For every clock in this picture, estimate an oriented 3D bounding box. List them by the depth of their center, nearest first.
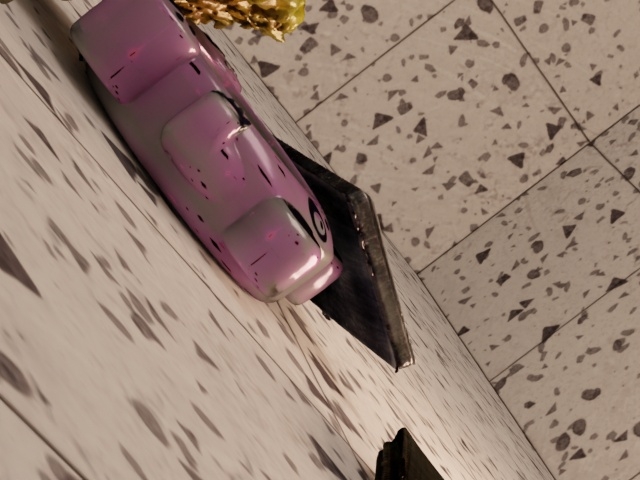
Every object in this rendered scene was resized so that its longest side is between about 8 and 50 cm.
[{"bbox_3d":[-0.078,-0.066,1.348,0.248,0.090,0.227,55,4,8],"label":"clock"}]

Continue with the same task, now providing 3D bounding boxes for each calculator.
[{"bbox_3d":[0.000,0.000,1.487,0.262,0.021,0.161,38,-33,61],"label":"calculator"}]

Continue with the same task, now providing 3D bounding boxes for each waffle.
[{"bbox_3d":[-0.130,-0.207,1.398,0.243,0.058,0.238,9,0,-1],"label":"waffle"}]

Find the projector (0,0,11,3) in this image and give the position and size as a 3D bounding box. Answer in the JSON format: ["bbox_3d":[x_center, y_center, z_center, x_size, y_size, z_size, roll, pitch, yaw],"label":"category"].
[{"bbox_3d":[-0.240,-0.253,0.948,0.193,0.088,0.269,65,9,24],"label":"projector"}]

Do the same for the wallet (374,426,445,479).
[{"bbox_3d":[0.141,0.272,1.209,0.317,0.044,0.169,51,8,-6],"label":"wallet"}]
